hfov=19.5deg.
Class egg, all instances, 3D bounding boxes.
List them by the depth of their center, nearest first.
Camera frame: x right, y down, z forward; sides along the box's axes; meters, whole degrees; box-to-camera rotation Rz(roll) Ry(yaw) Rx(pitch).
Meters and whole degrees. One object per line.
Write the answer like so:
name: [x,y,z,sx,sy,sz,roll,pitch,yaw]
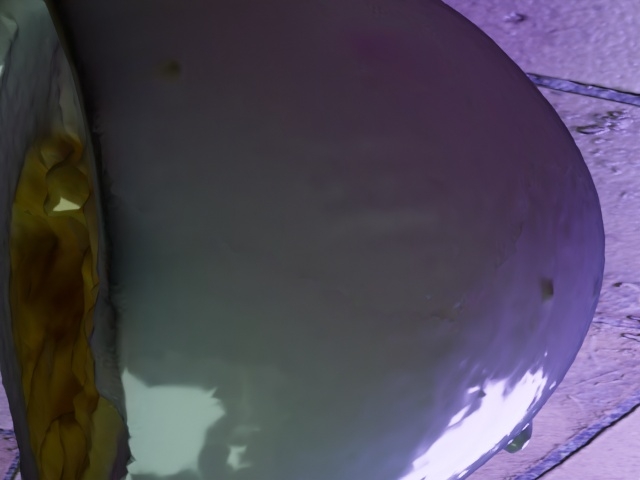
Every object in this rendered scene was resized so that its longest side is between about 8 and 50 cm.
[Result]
egg: [0.000,0.000,1.049,0.340,0.354,0.354,-5,158,-20]
